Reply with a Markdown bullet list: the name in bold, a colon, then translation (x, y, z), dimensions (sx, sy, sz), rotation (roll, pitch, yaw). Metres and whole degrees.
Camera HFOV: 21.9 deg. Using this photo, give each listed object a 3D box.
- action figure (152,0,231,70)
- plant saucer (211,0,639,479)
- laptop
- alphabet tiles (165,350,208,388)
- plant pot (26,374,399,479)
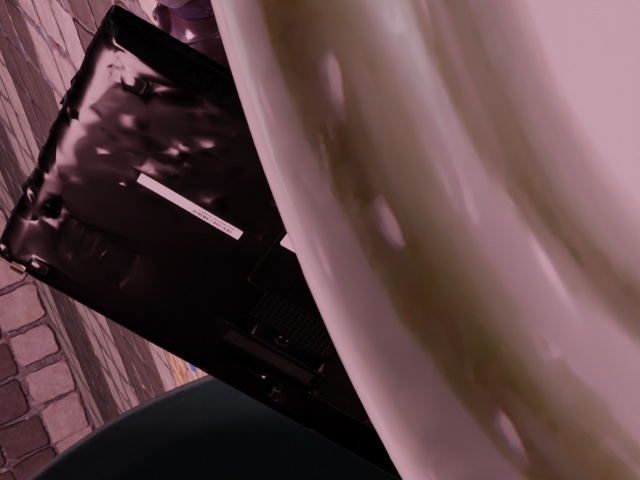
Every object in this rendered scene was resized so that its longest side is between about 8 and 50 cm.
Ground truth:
- **action figure**: translation (-0.062, -0.127, 0.700), dimensions (0.285, 0.099, 0.185), rotation (39, -158, -56)
- **plant saucer**: translation (0.063, -0.077, 0.366), dimensions (0.400, 0.100, 0.400), rotation (163, 90, -75)
- **laptop**: translation (0.000, 0.000, 0.698), dimensions (0.234, 0.136, 0.264), rotation (29, 142, -7)
- **alphabet tiles**: translation (-0.076, 0.211, 1.564), dimensions (0.284, 0.021, 0.278), rotation (53, 162, 37)
- **plant pot**: translation (-0.028, 0.220, 0.871), dimensions (0.293, 0.293, 0.196), rotation (34, 149, 63)
